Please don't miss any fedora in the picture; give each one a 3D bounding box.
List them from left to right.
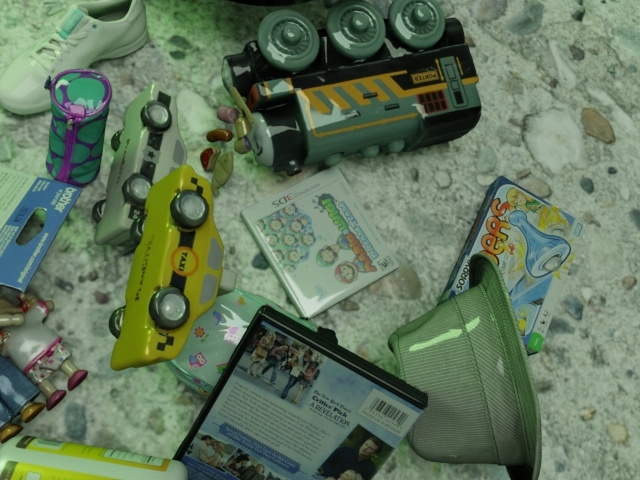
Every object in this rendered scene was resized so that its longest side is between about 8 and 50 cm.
[{"bbox_3d":[0.143,0.149,0.749,0.124,0.275,0.243,-13,67,6],"label":"fedora"}]

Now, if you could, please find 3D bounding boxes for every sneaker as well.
[{"bbox_3d":[-0.300,-0.237,0.842,0.080,0.094,0.212,45,67,3],"label":"sneaker"}]

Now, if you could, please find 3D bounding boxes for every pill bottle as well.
[{"bbox_3d":[-0.203,0.260,0.669,0.215,0.117,0.117,11,69,-3],"label":"pill bottle"}]

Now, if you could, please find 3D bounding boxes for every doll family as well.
[{"bbox_3d":[-0.365,0.142,0.679,0.163,0.118,0.263,43,67,3],"label":"doll family"}]

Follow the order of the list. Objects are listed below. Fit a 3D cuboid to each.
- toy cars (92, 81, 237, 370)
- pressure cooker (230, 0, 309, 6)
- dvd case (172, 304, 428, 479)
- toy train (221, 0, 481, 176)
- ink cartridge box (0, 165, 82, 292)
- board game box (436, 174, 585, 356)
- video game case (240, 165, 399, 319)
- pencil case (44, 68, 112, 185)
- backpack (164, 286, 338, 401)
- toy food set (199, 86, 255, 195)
[{"bbox_3d":[-0.162,-0.023,0.737,0.087,0.176,0.393,22,22,-33],"label":"toy cars"},{"bbox_3d":[-0.065,-0.486,0.791,0.370,0.375,0.420,-3,52,-10],"label":"pressure cooker"},{"bbox_3d":[-0.035,0.202,0.699,0.180,0.253,0.022,30,24,-2],"label":"dvd case"},{"bbox_3d":[0.048,-0.196,0.898,0.334,0.142,0.190,-15,84,-18],"label":"toy train"},{"bbox_3d":[-0.424,-0.027,0.710,0.311,0.065,0.186,13,35,-8],"label":"ink cartridge box"},{"bbox_3d":[0.252,0.030,0.920,0.136,0.035,0.201,29,67,-3],"label":"board game box"},{"bbox_3d":[0.000,0.000,0.875,0.143,0.019,0.157,-28,80,-21],"label":"video game case"},{"bbox_3d":[-0.270,-0.121,0.778,0.064,0.151,0.070,21,57,-11],"label":"pencil case"},{"bbox_3d":[-0.085,0.116,0.762,0.182,0.115,0.152,29,69,0],"label":"backpack"},{"bbox_3d":[-0.112,-0.121,0.848,0.019,0.122,0.078,-8,58,-43],"label":"toy food set"}]
